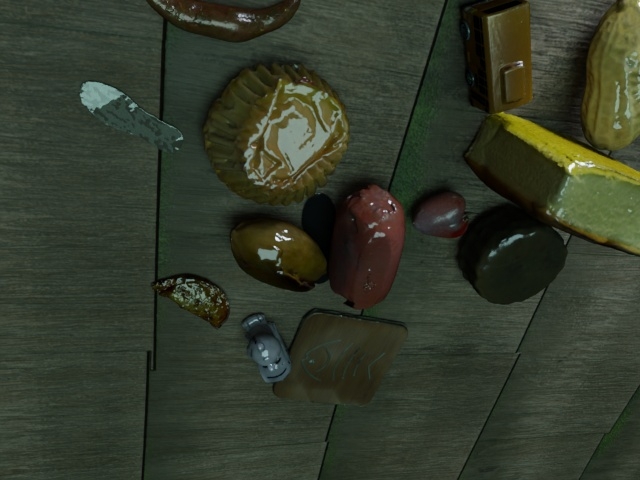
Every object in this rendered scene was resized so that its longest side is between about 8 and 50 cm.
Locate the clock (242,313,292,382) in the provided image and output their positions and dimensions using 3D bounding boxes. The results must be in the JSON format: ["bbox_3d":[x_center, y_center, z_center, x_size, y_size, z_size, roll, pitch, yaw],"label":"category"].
[{"bbox_3d":[-0.116,0.264,1.307,0.080,0.117,0.176,-23,125,-1],"label":"clock"}]

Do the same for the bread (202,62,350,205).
[{"bbox_3d":[-0.072,-0.179,1.030,0.274,0.149,0.274,-5,116,-11],"label":"bread"}]

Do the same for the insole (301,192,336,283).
[{"bbox_3d":[0.000,0.000,1.245,0.080,0.003,0.232,-8,123,-11],"label":"insole"}]

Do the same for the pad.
[{"bbox_3d":[0.048,0.302,1.437,0.284,0.018,0.286,12,117,-23],"label":"pad"}]

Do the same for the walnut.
[{"bbox_3d":[-0.080,0.030,1.168,0.245,0.137,0.137,26,111,-28],"label":"walnut"}]

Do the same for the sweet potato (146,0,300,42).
[{"bbox_3d":[-0.153,-0.366,0.945,0.255,0.058,0.078,-5,102,-18],"label":"sweet potato"}]

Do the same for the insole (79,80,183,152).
[{"bbox_3d":[-0.331,-0.215,1.015,0.193,0.006,0.065,28,109,-29],"label":"insole"}]

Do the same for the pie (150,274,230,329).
[{"bbox_3d":[-0.261,0.123,1.231,0.088,0.033,0.191,-45,122,9],"label":"pie"}]

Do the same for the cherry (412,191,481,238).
[{"bbox_3d":[0.264,-0.057,1.238,0.126,0.087,0.106,13,125,-2],"label":"cherry"}]

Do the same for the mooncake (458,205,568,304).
[{"bbox_3d":[0.434,0.034,1.324,0.228,0.124,0.228,-9,128,-11],"label":"mooncake"}]

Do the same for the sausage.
[{"bbox_3d":[0.093,0.019,1.197,0.152,0.152,0.279,-2,126,-15],"label":"sausage"}]

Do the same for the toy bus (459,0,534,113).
[{"bbox_3d":[0.331,-0.338,1.065,0.098,0.114,0.201,-19,124,-3],"label":"toy bus"}]

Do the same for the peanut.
[{"bbox_3d":[0.591,-0.328,1.130,0.147,0.147,0.305,-11,114,-9],"label":"peanut"}]

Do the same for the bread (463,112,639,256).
[{"bbox_3d":[0.491,-0.113,1.127,0.324,0.333,0.143,14,114,-19],"label":"bread"}]
